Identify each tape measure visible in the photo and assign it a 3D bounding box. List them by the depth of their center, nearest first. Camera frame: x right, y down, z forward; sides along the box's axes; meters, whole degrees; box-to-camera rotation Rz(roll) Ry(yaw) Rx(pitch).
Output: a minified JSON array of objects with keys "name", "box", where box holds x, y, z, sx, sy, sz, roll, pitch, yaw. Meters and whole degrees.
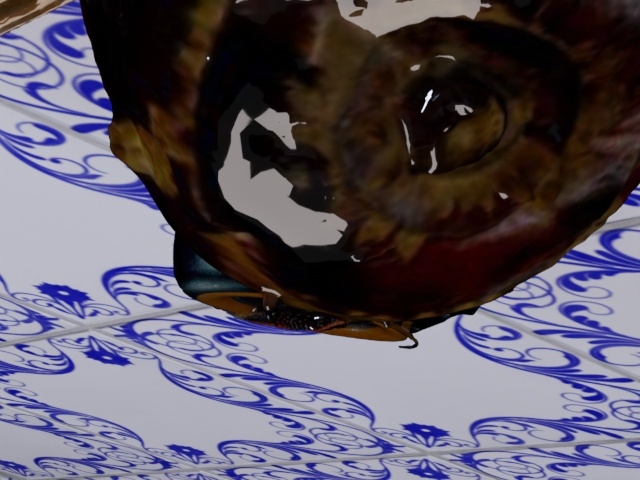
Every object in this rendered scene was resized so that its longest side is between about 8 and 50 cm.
[{"name":"tape measure","box":[0.000,0.000,1.304,0.223,0.135,0.202,2,170,34]}]

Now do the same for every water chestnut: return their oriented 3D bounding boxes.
[{"name":"water chestnut","box":[0.030,-0.122,0.788,0.300,0.300,0.300,10,162,3]}]

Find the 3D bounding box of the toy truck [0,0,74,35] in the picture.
[{"name":"toy truck","box":[-0.240,-0.205,0.776,0.136,0.162,0.305,-23,147,19]}]
